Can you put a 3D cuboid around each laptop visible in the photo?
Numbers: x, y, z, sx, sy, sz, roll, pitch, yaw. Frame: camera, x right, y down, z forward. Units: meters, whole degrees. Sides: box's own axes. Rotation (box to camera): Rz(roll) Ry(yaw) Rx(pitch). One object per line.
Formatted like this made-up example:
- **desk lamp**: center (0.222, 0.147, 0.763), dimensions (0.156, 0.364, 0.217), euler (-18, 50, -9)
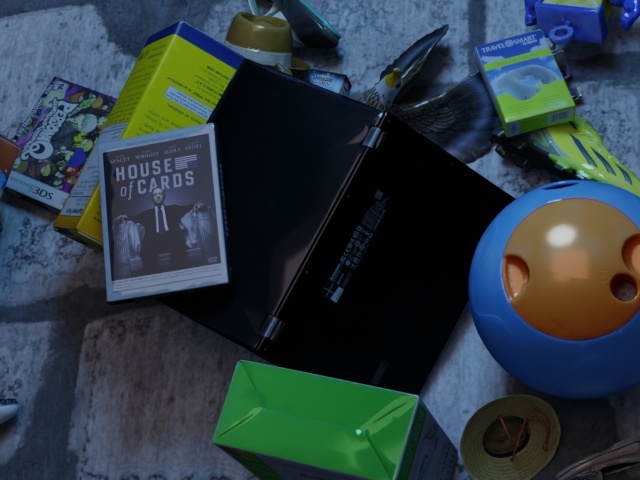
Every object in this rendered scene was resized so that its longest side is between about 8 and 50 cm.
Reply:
- **laptop**: center (0.000, 0.000, 1.805), dimensions (0.382, 0.408, 0.236), euler (-61, 24, -5)

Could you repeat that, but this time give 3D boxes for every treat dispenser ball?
- **treat dispenser ball**: center (0.340, 0.064, 1.630), dimensions (0.288, 0.288, 0.288), euler (-9, 61, 16)

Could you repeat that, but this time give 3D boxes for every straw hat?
- **straw hat**: center (0.249, 0.263, 1.688), dimensions (0.144, 0.144, 0.061), euler (-37, 19, -2)

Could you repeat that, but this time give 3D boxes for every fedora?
- **fedora**: center (-0.100, -0.327, 2.026), dimensions (0.194, 0.194, 0.079), euler (19, 107, 27)

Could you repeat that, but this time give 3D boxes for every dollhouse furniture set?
- **dollhouse furniture set**: center (0.336, -0.252, 1.923), dimensions (0.114, 0.081, 0.091), euler (-19, 58, 9)

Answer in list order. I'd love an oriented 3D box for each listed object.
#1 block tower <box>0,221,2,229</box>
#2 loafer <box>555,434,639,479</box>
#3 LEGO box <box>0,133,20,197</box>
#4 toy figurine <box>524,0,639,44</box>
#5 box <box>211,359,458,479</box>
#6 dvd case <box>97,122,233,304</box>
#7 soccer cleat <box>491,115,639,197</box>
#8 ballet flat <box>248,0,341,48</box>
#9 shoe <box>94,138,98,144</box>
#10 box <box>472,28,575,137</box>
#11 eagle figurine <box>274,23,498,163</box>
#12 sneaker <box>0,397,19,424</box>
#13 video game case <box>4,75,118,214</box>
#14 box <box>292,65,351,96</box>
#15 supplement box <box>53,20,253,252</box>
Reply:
- **block tower**: center (-0.655, -0.138, 2.216), dimensions (0.097, 0.091, 0.335), euler (-24, 59, 7)
- **loafer**: center (0.374, 0.301, 1.639), dimensions (0.125, 0.045, 0.039), euler (-27, 64, 1)
- **LEGO box**: center (-0.796, -0.054, 2.082), dimensions (0.500, 0.193, 0.372), euler (11, 77, 36)
- **toy figurine**: center (0.374, -0.400, 1.910), dimensions (0.363, 0.191, 0.217), euler (13, 62, 29)
- **box**: center (0.026, 0.274, 1.666), dimensions (0.262, 0.231, 0.126), euler (9, 66, 23)
- **dvd case**: center (-0.221, -0.038, 1.745), dimensions (0.179, 0.029, 0.238), euler (-10, 74, 9)
- **soccer cleat**: center (0.387, -0.131, 1.836), dimensions (0.289, 0.093, 0.121), euler (35, 72, 30)
- **ballet flat**: center (-0.059, -0.392, 2.143), dimensions (0.096, 0.095, 0.280), euler (-41, 47, 7)
- **shoe**: center (-0.318, -0.081, 2.062), dimensions (0.077, 0.058, 0.219), euler (-32, 71, 2)
- **box**: center (0.302, -0.244, 1.855), dimensions (0.109, 0.042, 0.178), euler (-15, 56, -2)
- **eagle figurine**: center (0.112, -0.207, 1.945), dimensions (0.298, 0.225, 0.226), euler (-16, 97, -27)
- **sneaker**: center (-0.581, 0.315, 1.963), dimensions (0.237, 0.085, 0.086), euler (-25, 84, 2)
- **video game case**: center (-0.446, -0.163, 2.182), dimensions (0.210, 0.042, 0.232), euler (22, 72, 27)
- **box**: center (-0.063, -0.241, 2.088), dimensions (0.207, 0.036, 0.114), euler (13, 68, 25)
- **supplement box**: center (-0.238, -0.131, 1.929), dimensions (0.356, 0.195, 0.194), euler (-65, 21, -8)
